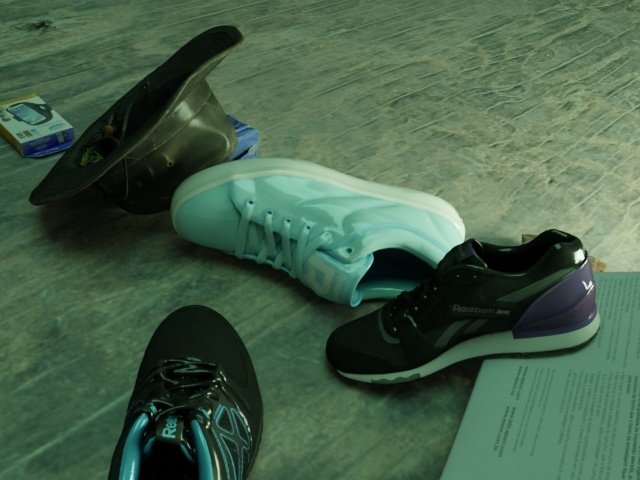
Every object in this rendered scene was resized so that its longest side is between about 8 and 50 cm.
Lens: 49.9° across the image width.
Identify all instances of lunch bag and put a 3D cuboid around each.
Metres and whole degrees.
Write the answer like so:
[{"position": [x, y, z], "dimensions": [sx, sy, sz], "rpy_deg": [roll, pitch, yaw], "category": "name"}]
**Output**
[{"position": [-0.136, -0.130, 0.987], "dimensions": [0.065, 0.067, 0.098], "rpy_deg": [29, 45, 23], "category": "lunch bag"}]

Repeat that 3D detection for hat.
[{"position": [-0.200, -0.121, 0.876], "dimensions": [0.331, 0.134, 0.331], "rpy_deg": [-32, 26, 17], "category": "hat"}]

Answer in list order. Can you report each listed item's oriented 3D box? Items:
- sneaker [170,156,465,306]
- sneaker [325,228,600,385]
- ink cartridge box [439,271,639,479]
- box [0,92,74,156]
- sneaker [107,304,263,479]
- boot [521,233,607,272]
[{"position": [0.000, 0.000, 0.806], "dimensions": [0.365, 0.135, 0.150], "rpy_deg": [5, 37, -3], "category": "sneaker"}, {"position": [0.133, 0.056, 0.712], "dimensions": [0.283, 0.124, 0.107], "rpy_deg": [-15, 28, 10], "category": "sneaker"}, {"position": [0.312, 0.143, 0.640], "dimensions": [0.330, 0.071, 0.324], "rpy_deg": [-2, 32, 31], "category": "ink cartridge box"}, {"position": [-0.426, -0.169, 1.015], "dimensions": [0.081, 0.028, 0.136], "rpy_deg": [-28, 50, -36], "category": "box"}, {"position": [-0.108, 0.165, 0.587], "dimensions": [0.125, 0.140, 0.341], "rpy_deg": [0, 39, -7], "category": "sneaker"}, {"position": [0.306, 0.033, 0.893], "dimensions": [0.114, 0.037, 0.106], "rpy_deg": [27, 30, 16], "category": "boot"}]
